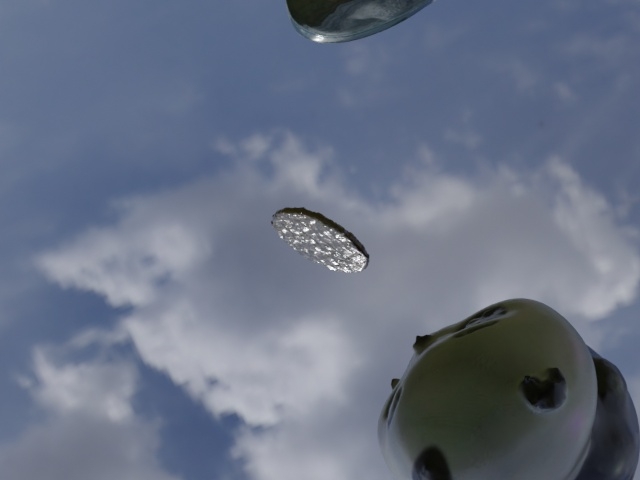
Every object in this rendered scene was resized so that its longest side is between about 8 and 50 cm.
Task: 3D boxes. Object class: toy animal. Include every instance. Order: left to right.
[{"bbox_3d":[0.196,0.187,1.782,0.251,0.251,0.310,-5,170,26],"label":"toy animal"}]

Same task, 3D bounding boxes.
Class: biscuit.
[{"bbox_3d":[0.000,0.000,1.881,0.120,0.120,0.015,8,-120,40],"label":"biscuit"}]

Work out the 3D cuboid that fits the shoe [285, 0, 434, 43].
[{"bbox_3d":[0.064,-0.199,1.148,0.195,0.078,0.079,-18,-120,3],"label":"shoe"}]
